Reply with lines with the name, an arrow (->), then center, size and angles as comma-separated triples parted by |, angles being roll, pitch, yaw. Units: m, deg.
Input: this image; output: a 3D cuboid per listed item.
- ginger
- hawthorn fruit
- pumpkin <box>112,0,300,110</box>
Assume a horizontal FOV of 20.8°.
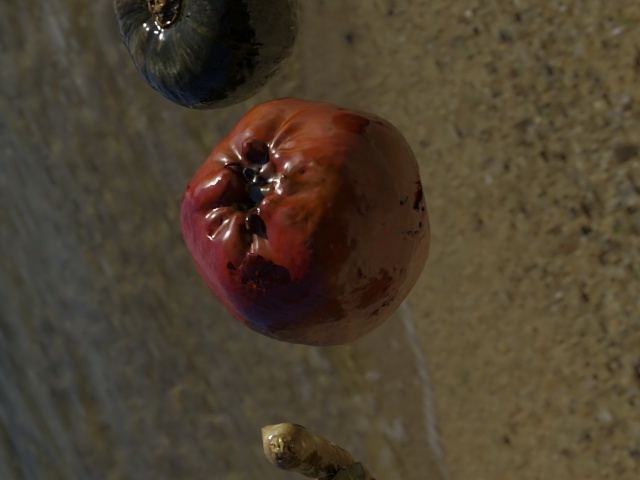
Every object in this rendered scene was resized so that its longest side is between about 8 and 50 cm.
ginger -> 0.026, 0.184, 1.052 | 0.052, 0.176, 0.193 | -39, 66, 19
hawthorn fruit -> 0.000, 0.000, 1.504 | 0.211, 0.211, 0.299 | 49, 175, 27
pumpkin -> -0.117, -0.247, 1.834 | 0.223, 0.157, 0.224 | 2, 93, 46
